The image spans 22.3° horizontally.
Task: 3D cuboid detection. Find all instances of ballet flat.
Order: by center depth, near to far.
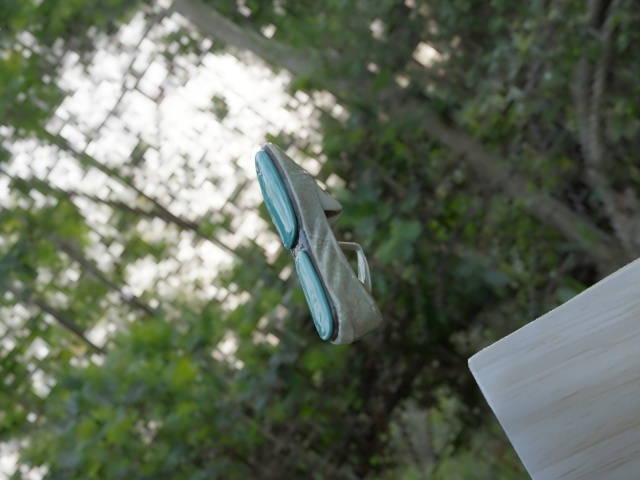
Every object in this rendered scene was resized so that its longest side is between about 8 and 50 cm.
[{"bbox_3d":[0.000,0.000,1.223,0.052,0.168,0.057,-15,-17,-21],"label":"ballet flat"}]

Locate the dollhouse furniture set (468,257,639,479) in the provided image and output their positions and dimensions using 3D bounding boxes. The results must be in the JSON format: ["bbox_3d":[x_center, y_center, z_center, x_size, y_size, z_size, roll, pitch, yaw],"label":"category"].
[{"bbox_3d":[0.238,0.094,0.452,0.286,0.303,0.198,-32,-6,22],"label":"dollhouse furniture set"}]
